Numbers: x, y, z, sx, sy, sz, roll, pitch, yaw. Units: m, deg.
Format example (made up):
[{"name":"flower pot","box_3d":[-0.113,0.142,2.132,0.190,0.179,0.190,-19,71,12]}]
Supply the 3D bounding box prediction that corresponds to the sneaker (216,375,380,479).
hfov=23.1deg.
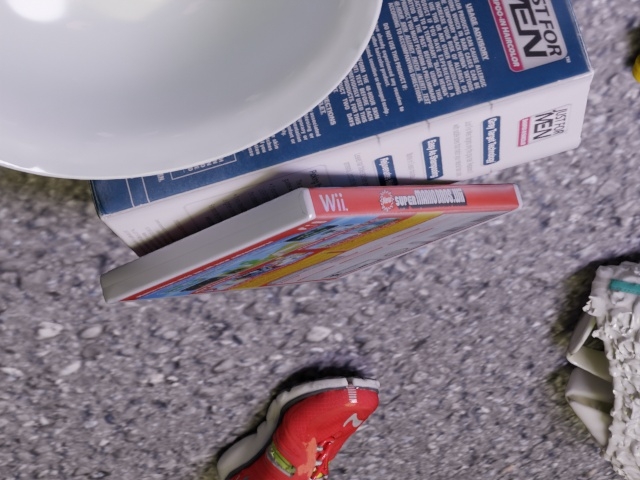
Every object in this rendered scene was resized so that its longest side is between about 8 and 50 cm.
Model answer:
[{"name":"sneaker","box_3d":[-0.012,0.237,1.668,0.107,0.118,0.279,5,144,-30]}]

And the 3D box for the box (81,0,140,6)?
[{"name":"box","box_3d":[-0.115,-0.152,1.090,0.136,0.028,0.081,-10,149,-12]}]

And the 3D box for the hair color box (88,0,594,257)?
[{"name":"hair color box","box_3d":[0.012,-0.089,1.135,0.347,0.105,0.174,-16,166,2]}]

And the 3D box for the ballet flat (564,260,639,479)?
[{"name":"ballet flat","box_3d":[0.330,0.139,1.681,0.147,0.147,0.409,-13,146,-3]}]

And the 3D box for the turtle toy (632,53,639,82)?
[{"name":"turtle toy","box_3d":[0.315,-0.145,1.245,0.130,0.066,0.095,-5,148,-16]}]

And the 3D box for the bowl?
[{"name":"bowl","box_3d":[-0.119,-0.176,0.945,0.297,0.134,0.298,-11,148,-7]}]

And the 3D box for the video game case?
[{"name":"video game case","box_3d":[0.000,0.000,1.198,0.204,0.025,0.285,-22,170,35]}]
